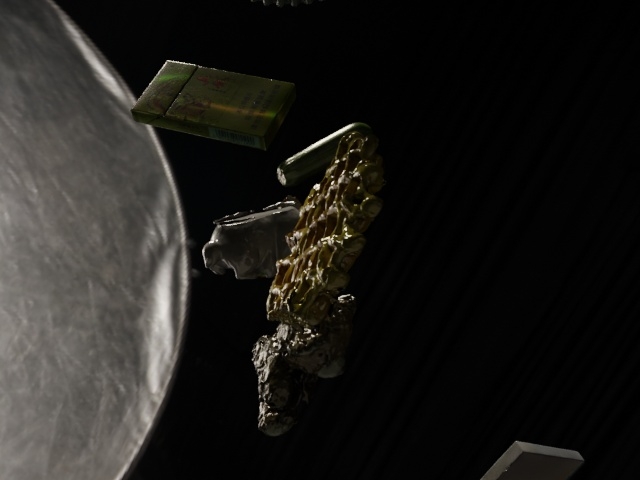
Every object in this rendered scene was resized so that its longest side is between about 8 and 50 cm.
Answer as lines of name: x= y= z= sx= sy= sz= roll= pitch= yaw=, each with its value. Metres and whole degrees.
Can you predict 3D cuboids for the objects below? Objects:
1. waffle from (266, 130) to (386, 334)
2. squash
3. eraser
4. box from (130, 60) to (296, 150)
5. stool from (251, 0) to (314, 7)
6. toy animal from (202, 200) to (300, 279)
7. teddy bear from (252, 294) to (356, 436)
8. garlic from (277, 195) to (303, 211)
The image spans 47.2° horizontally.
waffle: x=0.003 y=0.001 z=0.962 sx=0.060 sy=0.307 sz=0.312 roll=23 pitch=20 yaw=-10
squash: x=0.011 y=-0.177 z=1.495 sx=0.229 sy=0.066 sz=0.066 roll=-30 pitch=44 yaw=-22
eraser: x=0.318 y=0.354 z=1.107 sx=0.150 sy=0.104 sz=0.023 roll=18 pitch=26 yaw=-32
box: x=-0.226 y=-0.292 z=1.558 sx=0.311 sy=0.043 sz=0.173 roll=14 pitch=55 yaw=16
stool: x=-0.053 y=-0.564 z=1.067 sx=0.297 sy=0.297 sz=0.330 roll=31 pitch=-16 yaw=16
toy animal: x=-0.098 y=0.000 z=1.648 sx=0.325 sy=0.154 sz=0.208 roll=-10 pitch=13 yaw=-4
teddy bear: x=-0.025 y=0.207 z=1.374 sx=0.156 sy=0.256 sz=0.267 roll=44 pitch=41 yaw=0
garlic: x=-0.073 y=-0.043 z=1.991 sx=0.101 sy=0.087 sz=0.195 roll=62 pitch=-12 yaw=14
